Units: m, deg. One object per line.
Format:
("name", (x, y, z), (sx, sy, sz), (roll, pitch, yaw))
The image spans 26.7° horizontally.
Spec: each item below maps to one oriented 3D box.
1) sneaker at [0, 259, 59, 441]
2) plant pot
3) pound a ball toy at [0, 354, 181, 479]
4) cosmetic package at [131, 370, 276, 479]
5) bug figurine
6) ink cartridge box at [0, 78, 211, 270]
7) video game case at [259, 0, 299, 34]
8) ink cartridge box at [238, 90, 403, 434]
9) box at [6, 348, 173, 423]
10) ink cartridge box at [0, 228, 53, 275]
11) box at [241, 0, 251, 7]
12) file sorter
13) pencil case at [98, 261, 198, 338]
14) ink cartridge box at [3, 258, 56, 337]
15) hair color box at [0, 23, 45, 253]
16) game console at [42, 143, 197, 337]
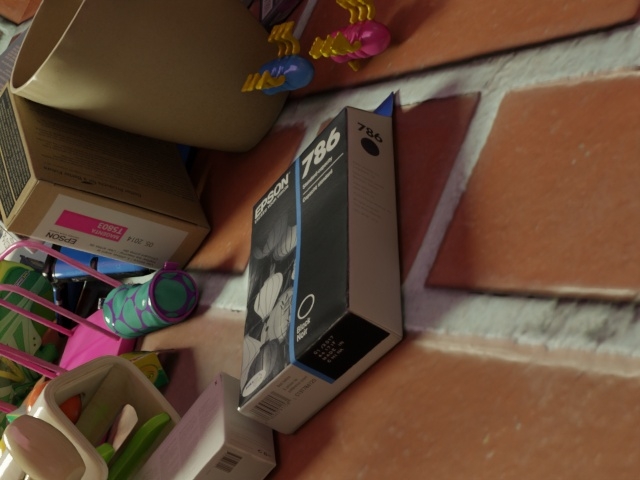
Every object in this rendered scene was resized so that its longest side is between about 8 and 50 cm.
("sneaker", (-0.422, 0.177, 1.847), (0.109, 0.123, 0.296), (180, 97, -69))
("plant pot", (-0.177, -0.220, 1.570), (0.256, 0.274, 0.256), (-46, 27, 32))
("pound a ball toy", (-0.280, 0.236, 1.305), (0.208, 0.136, 0.319), (-24, -25, -54))
("cosmetic package", (-0.131, 0.240, 1.241), (0.239, 0.060, 0.099), (-51, 28, 25))
("bug figurine", (0.030, -0.261, 1.451), (0.216, 0.072, 0.279), (5, 64, 58))
("ink cartridge box", (-0.268, -0.074, 1.598), (0.088, 0.234, 0.193), (-51, 41, 26))
("video game case", (0.009, -0.413, 1.718), (0.274, 0.026, 0.196), (-45, 29, 32))
("ink cartridge box", (0.000, 0.000, 1.239), (0.165, 0.065, 0.333), (-46, 27, 34))
("box", (-0.248, 0.169, 1.493), (0.179, 0.043, 0.105), (-29, 9, -27))
("ink cartridge box", (-0.462, 0.057, 2.065), (0.237, 0.100, 0.172), (-60, 23, 4))
("box", (-0.173, -0.364, 1.905), (0.072, 0.126, 0.137), (-55, 24, 13))
("file sorter", (-0.364, 0.175, 1.636), (0.202, 0.182, 0.291), (-32, 37, 49))
("pencil case", (-0.199, 0.071, 1.560), (0.151, 0.064, 0.070), (-19, 69, 57))
("ink cartridge box", (-0.495, 0.150, 1.920), (0.255, 0.188, 0.097), (-52, 25, 22))
("hair color box", (-0.318, -0.187, 1.747), (0.374, 0.185, 0.113), (-48, 50, -11))
("game console", (-0.258, -0.032, 1.843), (0.250, 0.173, 0.293), (-5, 54, 26))
